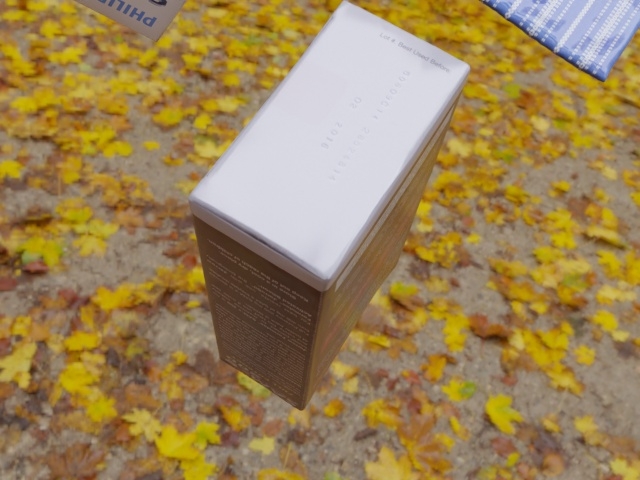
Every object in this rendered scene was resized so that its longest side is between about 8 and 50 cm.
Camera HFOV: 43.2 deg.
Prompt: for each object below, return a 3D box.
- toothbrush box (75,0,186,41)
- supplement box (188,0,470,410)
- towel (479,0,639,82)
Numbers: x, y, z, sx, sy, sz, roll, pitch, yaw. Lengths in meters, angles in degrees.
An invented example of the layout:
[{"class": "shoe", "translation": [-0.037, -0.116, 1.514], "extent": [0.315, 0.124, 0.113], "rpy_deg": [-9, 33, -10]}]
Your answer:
[{"class": "toothbrush box", "translation": [-0.128, -0.302, 0.524], "extent": [0.206, 0.283, 0.122], "rpy_deg": [22, 44, -30]}, {"class": "supplement box", "translation": [0.000, 0.000, 0.453], "extent": [0.073, 0.239, 0.130], "rpy_deg": [30, 67, 10]}, {"class": "towel", "translation": [0.274, -0.374, 1.027], "extent": [0.336, 0.040, 0.243], "rpy_deg": [37, 65, 4]}]
